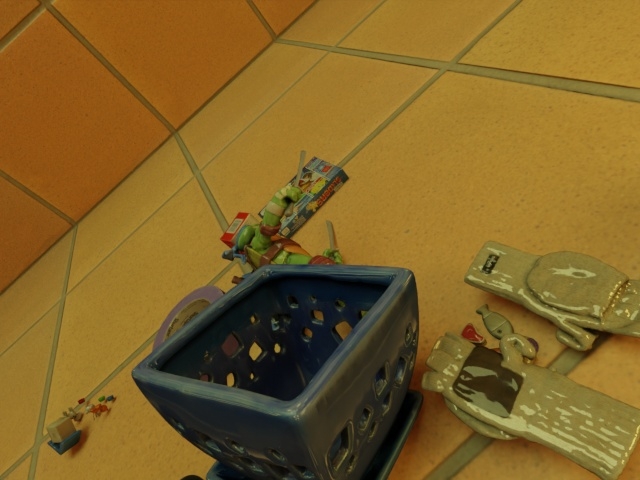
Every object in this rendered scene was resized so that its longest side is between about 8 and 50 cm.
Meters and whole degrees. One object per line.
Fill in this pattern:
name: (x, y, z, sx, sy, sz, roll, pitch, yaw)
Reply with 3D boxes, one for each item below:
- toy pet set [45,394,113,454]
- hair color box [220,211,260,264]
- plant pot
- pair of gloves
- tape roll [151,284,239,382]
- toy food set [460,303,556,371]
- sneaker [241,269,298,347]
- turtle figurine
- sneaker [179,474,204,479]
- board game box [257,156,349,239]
toy pet set: (-0.522, 0.402, 0.931, 0.122, 0.065, 0.114, -15, 9, 29)
hair color box: (-0.126, 0.013, 0.860, 0.043, 0.141, 0.071, 7, 59, 48)
plant pot: (-0.021, 0.172, 0.488, 0.236, 0.211, 0.236, -1, 25, 36)
pair of gloves: (0.240, 0.111, 0.471, 0.204, 0.042, 0.240, 11, 56, 39)
tape roll: (-0.234, 0.188, 0.838, 0.189, 0.080, 0.188, -26, 38, 23)
toy food set: (0.215, 0.132, 0.519, 0.078, 0.019, 0.122, -43, 36, 0)
sneaker: (-0.065, 0.111, 0.755, 0.091, 0.081, 0.232, -30, 42, -9)
turtle figurine: (0.000, 0.000, 0.697, 0.275, 0.197, 0.266, -27, 48, -33)
sneaker: (-0.213, 0.435, 0.578, 0.082, 0.069, 0.209, -54, 17, 34)
board game box: (-0.044, -0.102, 0.991, 0.201, 0.035, 0.136, -46, 36, -4)
